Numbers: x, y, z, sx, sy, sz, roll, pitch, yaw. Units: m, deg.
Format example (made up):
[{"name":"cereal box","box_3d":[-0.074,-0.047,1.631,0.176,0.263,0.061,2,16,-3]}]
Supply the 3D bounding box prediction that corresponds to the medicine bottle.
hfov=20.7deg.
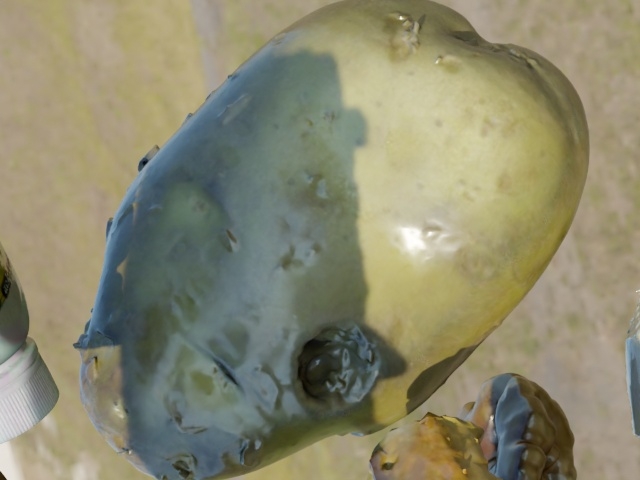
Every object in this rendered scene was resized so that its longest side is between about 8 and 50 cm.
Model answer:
[{"name":"medicine bottle","box_3d":[-0.159,0.028,0.746,0.074,0.055,0.118,-102,-10,-69]}]

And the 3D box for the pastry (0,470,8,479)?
[{"name":"pastry","box_3d":[-0.138,0.161,0.442,0.257,0.121,0.236,-45,-50,-60]}]

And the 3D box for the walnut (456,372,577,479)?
[{"name":"walnut","box_3d":[0.113,0.171,1.121,0.143,0.069,0.170,-176,106,-78]}]

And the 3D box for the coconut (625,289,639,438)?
[{"name":"coconut","box_3d":[0.243,0.080,1.058,0.116,0.116,0.122,-173,75,-78]}]

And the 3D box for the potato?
[{"name":"potato","box_3d":[0.000,0.000,0.894,0.191,0.296,0.141,46,172,14]}]

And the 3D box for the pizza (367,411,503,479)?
[{"name":"pizza","box_3d":[0.113,0.328,0.816,0.406,0.130,0.440,79,179,-65]}]
